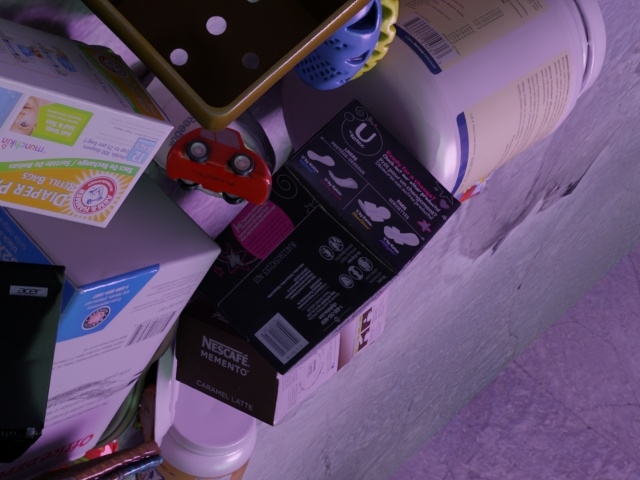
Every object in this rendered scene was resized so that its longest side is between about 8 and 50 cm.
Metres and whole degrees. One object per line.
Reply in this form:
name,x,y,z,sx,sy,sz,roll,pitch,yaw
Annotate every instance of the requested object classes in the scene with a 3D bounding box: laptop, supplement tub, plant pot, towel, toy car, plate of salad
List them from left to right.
laptop,-0.364,0.110,1.523,0.234,0.137,0.264,5,164,-16
towel,-0.372,0.296,1.777,0.370,0.040,0.271,-21,179,36
toy car,-0.177,-0.111,1.530,0.225,0.239,0.053,56,42,-47
plate of salad,-0.190,0.143,2.005,0.200,0.048,0.200,5,90,-90
supplement tub,-0.166,0.280,2.326,0.144,0.144,0.200,-33,157,-36
plant pot,-0.083,-0.209,1.418,0.212,0.212,0.187,-42,173,-14
supplement tub,0.141,-0.182,1.897,0.325,0.235,0.235,-32,157,-37

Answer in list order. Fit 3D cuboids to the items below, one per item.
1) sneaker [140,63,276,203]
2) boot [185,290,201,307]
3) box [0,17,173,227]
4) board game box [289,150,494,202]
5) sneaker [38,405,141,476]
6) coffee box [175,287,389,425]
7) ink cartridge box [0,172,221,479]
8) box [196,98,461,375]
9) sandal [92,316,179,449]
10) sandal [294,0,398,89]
sneaker,-0.104,-0.082,1.732,0.111,0.129,0.297,-51,163,7
boot,-0.089,0.036,2.128,0.208,0.076,0.190,-23,149,-37
box,-0.236,-0.097,1.352,0.203,0.103,0.114,12,121,-47
board game box,0.103,-0.110,2.109,0.275,0.142,0.144,-27,153,-46
sneaker,-0.279,0.274,2.102,0.279,0.118,0.107,-50,162,11
coffee box,-0.041,0.095,1.989,0.246,0.141,0.098,-37,141,-50
ink cartridge box,-0.272,0.097,1.728,0.223,0.129,0.307,-18,148,-55
box,0.000,0.000,1.785,0.142,0.163,0.247,-46,-179,-41
sandal,-0.236,0.119,1.929,0.086,0.120,0.303,9,136,-23
sandal,0.008,-0.268,1.630,0.138,0.126,0.317,-26,147,-31
